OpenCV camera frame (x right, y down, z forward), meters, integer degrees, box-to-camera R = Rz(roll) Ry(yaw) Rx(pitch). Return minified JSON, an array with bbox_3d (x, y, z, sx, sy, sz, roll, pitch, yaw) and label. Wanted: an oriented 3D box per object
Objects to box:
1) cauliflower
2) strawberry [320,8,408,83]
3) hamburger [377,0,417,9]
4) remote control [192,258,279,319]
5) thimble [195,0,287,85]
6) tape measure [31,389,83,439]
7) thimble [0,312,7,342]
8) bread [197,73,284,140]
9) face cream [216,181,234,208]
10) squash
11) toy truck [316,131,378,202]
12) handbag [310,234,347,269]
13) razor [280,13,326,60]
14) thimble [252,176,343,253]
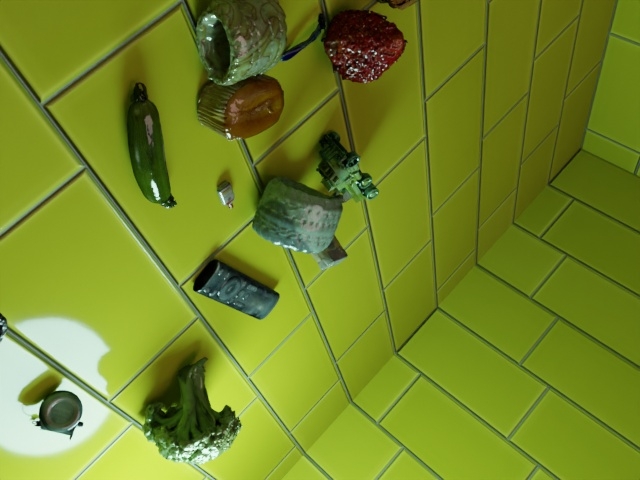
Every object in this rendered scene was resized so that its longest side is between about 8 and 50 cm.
[{"bbox_3d":[-0.390,0.523,1.875,0.261,0.280,0.327,-26,172,-5],"label":"cauliflower"},{"bbox_3d":[0.113,-0.472,1.557,0.184,0.202,0.186,-51,137,-43],"label":"strawberry"},{"bbox_3d":[0.208,-0.676,1.553,0.231,0.107,0.231,-44,161,-19],"label":"hamburger"},{"bbox_3d":[-0.234,0.151,1.853,0.107,0.044,0.377,-56,151,-4],"label":"remote control"},{"bbox_3d":[-0.160,-0.403,1.288,0.144,0.137,0.190,-35,158,-34],"label":"thimble"},{"bbox_3d":[-0.633,0.419,1.566,0.180,0.104,0.107,142,-33,-74],"label":"tape measure"},{"bbox_3d":[-0.665,0.177,1.232,0.104,0.066,0.095,-31,141,-37],"label":"thimble"},{"bbox_3d":[-0.169,-0.301,1.412,0.191,0.114,0.132,-36,144,-39],"label":"bread"},{"bbox_3d":[-0.235,-0.111,1.599,0.040,0.021,0.083,-42,149,-19],"label":"face cream"},{"bbox_3d":[-0.351,-0.171,1.313,0.080,0.071,0.318,-37,147,-30],"label":"squash"},{"bbox_3d":[0.061,-0.190,1.848,0.135,0.128,0.259,-37,150,-2],"label":"toy truck"},{"bbox_3d":[0.000,0.000,1.926,0.095,0.173,0.117,-40,170,23],"label":"handbag"},{"bbox_3d":[-0.038,-0.471,1.500,0.154,0.028,0.044,-46,150,-16],"label":"razor"},{"bbox_3d":[-0.053,-0.073,1.716,0.250,0.205,0.171,11,106,-41],"label":"thimble"}]
